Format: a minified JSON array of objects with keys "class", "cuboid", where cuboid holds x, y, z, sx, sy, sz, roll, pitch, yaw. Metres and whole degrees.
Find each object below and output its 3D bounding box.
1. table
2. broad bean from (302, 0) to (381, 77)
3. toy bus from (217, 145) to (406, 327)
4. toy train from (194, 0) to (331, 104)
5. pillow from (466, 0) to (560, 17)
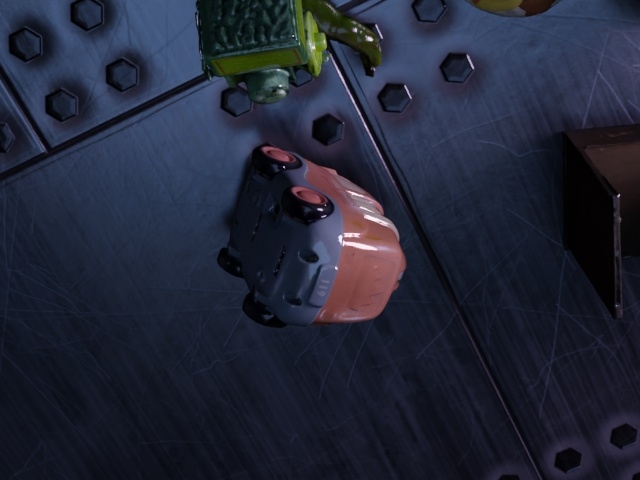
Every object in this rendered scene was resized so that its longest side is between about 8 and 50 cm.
[{"class":"table","cuboid":[0.492,-0.035,1.767,0.250,0.282,0.196,-5,112,-1]},{"class":"broad bean","cuboid":[0.014,-0.300,1.760,0.195,0.046,0.061,34,123,-18]},{"class":"toy bus","cuboid":[0.000,0.000,1.774,0.232,0.288,0.194,8,114,-24]},{"class":"toy train","cuboid":[-0.083,-0.318,1.640,0.159,0.188,0.272,-8,77,7]},{"class":"pillow","cuboid":[0.270,-0.420,1.710,0.214,0.086,0.233,37,109,-5]}]
